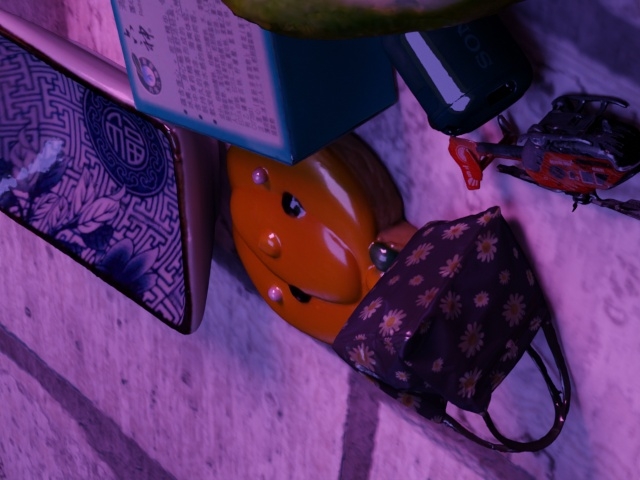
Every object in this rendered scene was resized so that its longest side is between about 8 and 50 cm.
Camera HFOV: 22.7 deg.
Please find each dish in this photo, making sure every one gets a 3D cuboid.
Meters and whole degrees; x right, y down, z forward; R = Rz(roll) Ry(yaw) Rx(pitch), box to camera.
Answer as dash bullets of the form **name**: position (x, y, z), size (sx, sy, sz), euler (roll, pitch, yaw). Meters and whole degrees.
- **dish**: position (-0.150, -0.066, 1.133), size (0.243, 0.080, 0.182), euler (30, 138, 33)

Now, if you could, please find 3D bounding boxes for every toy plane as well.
- **toy plane**: position (0.122, -0.043, 0.838), size (0.145, 0.037, 0.060), euler (9, 134, 44)

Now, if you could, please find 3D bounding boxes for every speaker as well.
- **speaker**: position (0.064, -0.091, 0.851), size (0.075, 0.060, 0.094), euler (56, 147, 4)

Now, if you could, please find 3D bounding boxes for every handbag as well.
- **handbag**: position (0.095, 0.064, 0.914), size (0.139, 0.115, 0.072), euler (46, 149, -14)

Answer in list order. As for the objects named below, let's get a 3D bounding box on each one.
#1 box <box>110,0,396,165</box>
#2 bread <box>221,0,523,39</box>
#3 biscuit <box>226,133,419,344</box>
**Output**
- **box**: position (-0.054, -0.181, 0.903), size (0.153, 0.092, 0.245), euler (22, 134, 41)
- **bread**: position (0.012, -0.274, 0.631), size (0.382, 0.129, 0.366), euler (40, 130, 7)
- **biscuit**: position (-0.003, 0.002, 1.024), size (0.170, 0.050, 0.170), euler (33, 141, 32)
